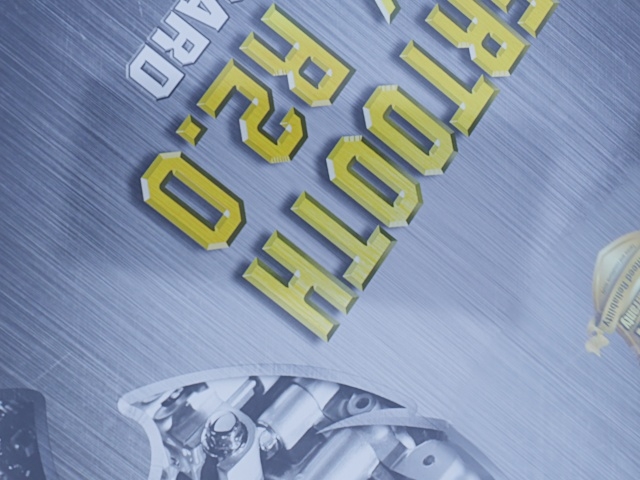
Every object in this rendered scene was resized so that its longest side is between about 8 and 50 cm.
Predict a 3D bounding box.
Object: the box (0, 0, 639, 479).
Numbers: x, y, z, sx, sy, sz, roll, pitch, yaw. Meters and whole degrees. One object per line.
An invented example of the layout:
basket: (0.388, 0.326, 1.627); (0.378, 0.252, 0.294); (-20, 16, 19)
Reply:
box: (0.000, 0.000, 0.348); (0.183, 0.056, 0.231); (39, 72, -10)
